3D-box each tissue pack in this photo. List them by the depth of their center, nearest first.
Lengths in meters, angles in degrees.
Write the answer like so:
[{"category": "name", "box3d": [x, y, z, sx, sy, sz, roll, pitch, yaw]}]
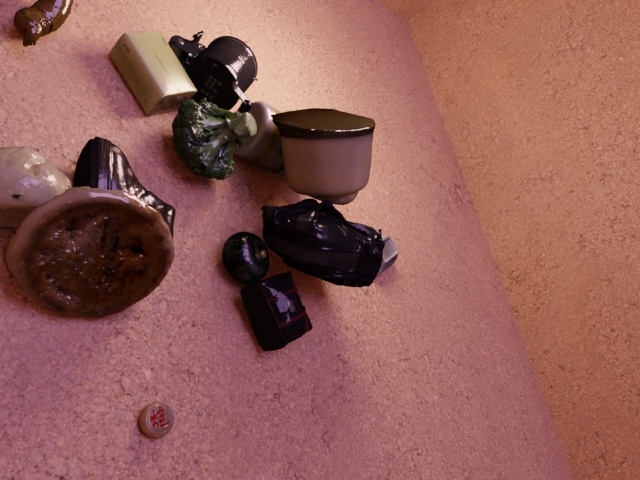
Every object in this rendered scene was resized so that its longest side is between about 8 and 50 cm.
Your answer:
[{"category": "tissue pack", "box3d": [-0.528, -0.532, 1.706, 0.234, 0.125, 0.159, 58, 36, -1]}]

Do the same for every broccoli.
[{"category": "broccoli", "box3d": [-0.331, -0.323, 1.695, 0.270, 0.270, 0.269, -14, 90, -75]}]

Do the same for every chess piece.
[{"category": "chess piece", "box3d": [-0.390, 0.427, 1.283, 0.084, 0.038, 0.083, 28, 46, -34]}]

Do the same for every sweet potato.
[{"category": "sweet potato", "box3d": [-0.765, -0.632, 1.498, 0.098, 0.124, 0.310, 27, 55, -20]}]

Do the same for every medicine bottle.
[{"category": "medicine bottle", "box3d": [-0.135, -0.347, 1.976, 0.340, 0.208, 0.208, 20, 51, -41]}]

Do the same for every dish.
[{"category": "dish", "box3d": [0.257, 0.050, 2.281, 0.212, 0.077, 0.151, -29, 90, -54]}]

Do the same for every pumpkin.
[{"category": "pumpkin", "box3d": [-0.227, 0.051, 1.664, 0.167, 0.125, 0.167, 33, 34, -26]}]

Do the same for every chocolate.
[{"category": "chocolate", "box3d": [0.008, -0.272, 1.799, 0.326, 0.297, 0.314, 26, 31, 34]}]

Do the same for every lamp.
[{"category": "lamp", "box3d": [-0.335, -0.581, 1.899, 0.374, 0.205, 0.272, 48, 40, 2]}]

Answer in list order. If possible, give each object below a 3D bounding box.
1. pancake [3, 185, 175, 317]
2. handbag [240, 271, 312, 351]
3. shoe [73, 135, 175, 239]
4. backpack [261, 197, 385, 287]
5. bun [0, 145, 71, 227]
[{"category": "pancake", "box3d": [-0.492, 0.035, 1.189, 0.356, 0.356, 0.065, 19, 20, -42]}, {"category": "handbag", "box3d": [-0.129, 0.210, 1.640, 0.169, 0.155, 0.215, -24, 93, -60]}, {"category": "shoe", "box3d": [-0.494, -0.079, 1.391, 0.237, 0.171, 0.383, 5, 63, -41]}, {"category": "backpack", "box3d": [0.000, 0.000, 1.754, 0.446, 0.363, 0.254, 18, 89, -60]}, {"category": "bun", "box3d": [-0.663, -0.118, 1.166, 0.259, 0.259, 0.159, 6, 74, -48]}]
